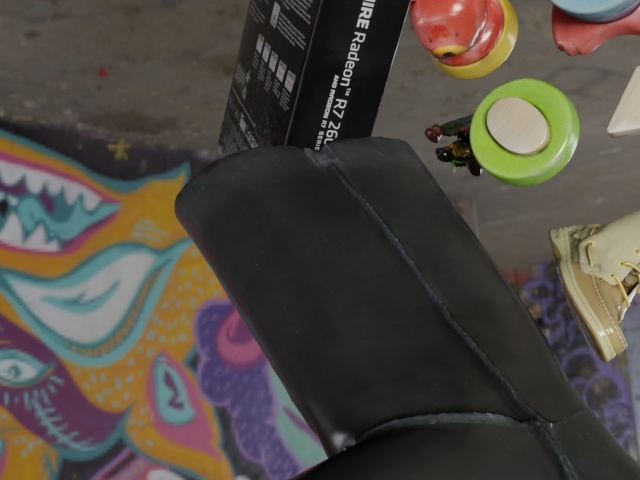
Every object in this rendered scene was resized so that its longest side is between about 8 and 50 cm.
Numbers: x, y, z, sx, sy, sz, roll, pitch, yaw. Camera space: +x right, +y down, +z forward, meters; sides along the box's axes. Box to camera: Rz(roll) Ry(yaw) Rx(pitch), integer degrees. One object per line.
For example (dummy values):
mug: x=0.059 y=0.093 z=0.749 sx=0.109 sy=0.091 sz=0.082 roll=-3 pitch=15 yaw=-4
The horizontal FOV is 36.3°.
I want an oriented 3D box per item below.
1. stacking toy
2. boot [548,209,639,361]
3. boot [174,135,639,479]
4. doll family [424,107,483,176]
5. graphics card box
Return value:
stacking toy: x=0.258 y=-0.228 z=1.127 sx=0.309 sy=0.280 sz=0.130 roll=-19 pitch=159 yaw=24
boot: x=0.404 y=0.036 z=1.220 sx=0.203 sy=0.095 sz=0.262 roll=-18 pitch=-156 yaw=13
boot: x=-0.013 y=0.076 z=0.624 sx=0.367 sy=0.445 sz=0.146 roll=4 pitch=126 yaw=-28
doll family: x=0.217 y=-0.138 z=1.362 sx=0.111 sy=0.076 sz=0.193 roll=-24 pitch=-169 yaw=-20
graphics card box: x=-0.005 y=-0.212 z=0.973 sx=0.094 sy=0.371 sz=0.233 roll=6 pitch=-155 yaw=-22
